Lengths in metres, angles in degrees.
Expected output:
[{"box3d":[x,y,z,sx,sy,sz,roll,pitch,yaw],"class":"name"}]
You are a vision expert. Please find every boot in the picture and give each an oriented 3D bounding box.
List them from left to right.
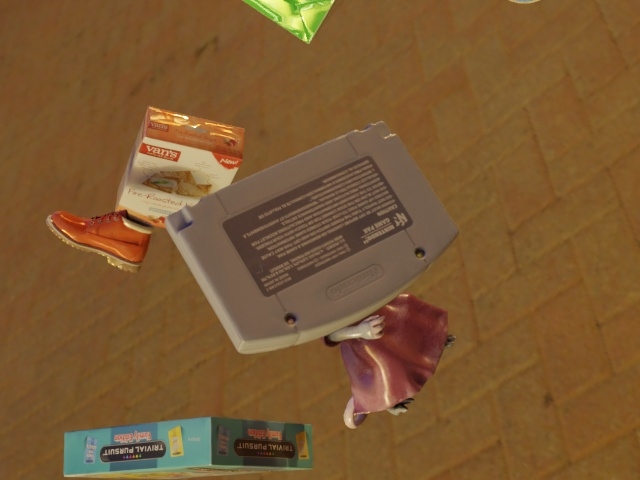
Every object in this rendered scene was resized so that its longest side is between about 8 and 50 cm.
[{"box3d":[-0.329,-0.021,1.621,0.084,0.158,0.059,-62,13,20],"class":"boot"}]

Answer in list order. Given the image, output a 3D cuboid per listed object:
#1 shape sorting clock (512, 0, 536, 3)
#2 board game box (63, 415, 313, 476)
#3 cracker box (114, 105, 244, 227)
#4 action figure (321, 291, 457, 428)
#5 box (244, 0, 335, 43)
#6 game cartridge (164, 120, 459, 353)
[{"box3d":[0.373,-0.546,2.014,0.206,0.206,0.040,-21,8,47],"class":"shape sorting clock"},{"box3d":[-0.222,0.353,1.805,0.336,0.254,0.079,-12,72,36],"class":"board game box"},{"box3d":[-0.228,-0.105,1.720,0.232,0.155,0.067,123,153,-51],"class":"cracker box"},{"box3d":[0.050,0.118,1.885,0.276,0.370,0.248,-33,25,42],"class":"action figure"},{"box3d":[-0.069,-0.571,2.269,0.127,0.262,0.231,-55,3,35],"class":"box"},{"box3d":[0.000,0.000,1.200,0.294,0.196,0.060,-25,-18,-23],"class":"game cartridge"}]
